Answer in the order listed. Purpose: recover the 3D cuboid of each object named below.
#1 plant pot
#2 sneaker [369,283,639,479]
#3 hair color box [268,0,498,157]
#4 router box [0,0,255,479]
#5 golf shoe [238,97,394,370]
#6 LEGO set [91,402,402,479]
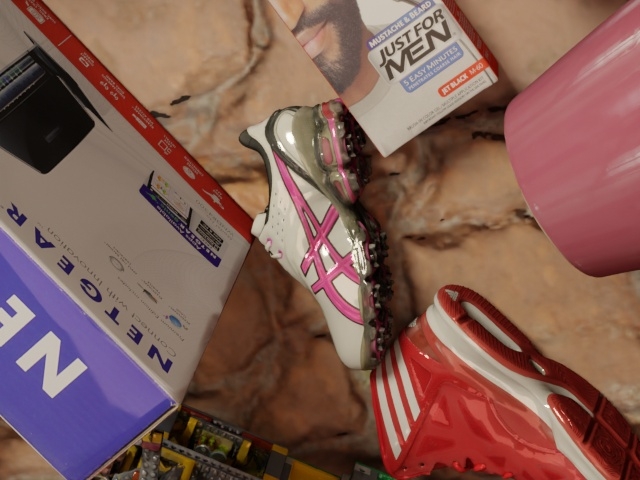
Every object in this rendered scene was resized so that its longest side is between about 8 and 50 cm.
[{"bbox_3d":[0.221,-0.069,0.959,0.180,0.201,0.201,-27,104,28],"label":"plant pot"},{"bbox_3d":[0.128,0.143,1.098,0.221,0.087,0.128,46,116,2],"label":"sneaker"},{"bbox_3d":[0.031,-0.149,1.013,0.093,0.053,0.167,-35,101,16],"label":"hair color box"},{"bbox_3d":[-0.196,-0.054,0.935,0.082,0.301,0.335,-40,101,17],"label":"router box"},{"bbox_3d":[0.000,0.000,1.061,0.086,0.067,0.186,-11,97,14],"label":"golf shoe"},{"bbox_3d":[-0.046,0.268,1.068,0.331,0.192,0.255,30,119,-6],"label":"LEGO set"}]
